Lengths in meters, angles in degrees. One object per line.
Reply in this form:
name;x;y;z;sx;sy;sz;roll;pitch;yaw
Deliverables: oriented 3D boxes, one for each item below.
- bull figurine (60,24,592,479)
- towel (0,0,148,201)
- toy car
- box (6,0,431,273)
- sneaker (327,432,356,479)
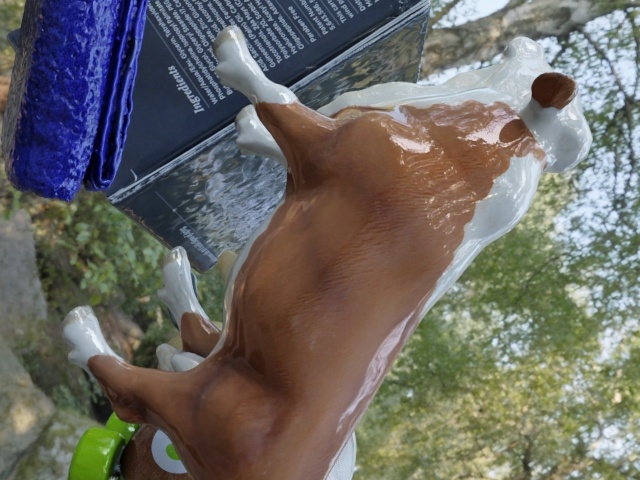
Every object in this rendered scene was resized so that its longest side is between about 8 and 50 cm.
bull figurine;0.000;0.000;0.361;0.188;0.310;0.101;32;1;21
towel;-0.176;-0.197;0.507;0.228;0.076;0.308;38;-66;58
toy car;-0.098;0.121;0.556;0.149;0.155;0.188;114;-11;-86
box;-0.119;-0.224;1.053;0.297;0.472;0.480;54;-6;13
sneaker;-0.028;0.255;0.659;0.103;0.252;0.111;30;-48;8
